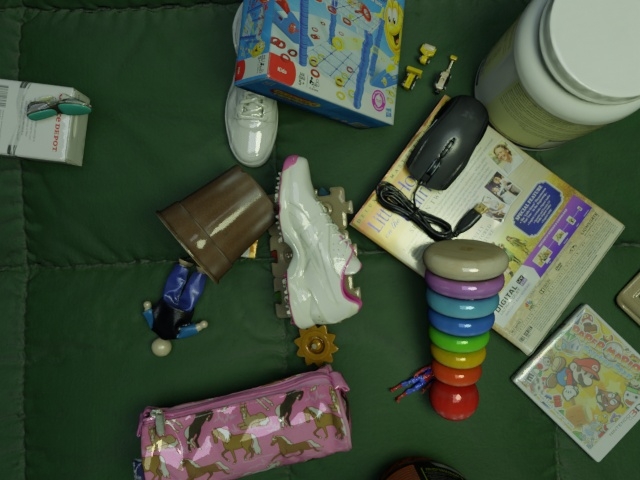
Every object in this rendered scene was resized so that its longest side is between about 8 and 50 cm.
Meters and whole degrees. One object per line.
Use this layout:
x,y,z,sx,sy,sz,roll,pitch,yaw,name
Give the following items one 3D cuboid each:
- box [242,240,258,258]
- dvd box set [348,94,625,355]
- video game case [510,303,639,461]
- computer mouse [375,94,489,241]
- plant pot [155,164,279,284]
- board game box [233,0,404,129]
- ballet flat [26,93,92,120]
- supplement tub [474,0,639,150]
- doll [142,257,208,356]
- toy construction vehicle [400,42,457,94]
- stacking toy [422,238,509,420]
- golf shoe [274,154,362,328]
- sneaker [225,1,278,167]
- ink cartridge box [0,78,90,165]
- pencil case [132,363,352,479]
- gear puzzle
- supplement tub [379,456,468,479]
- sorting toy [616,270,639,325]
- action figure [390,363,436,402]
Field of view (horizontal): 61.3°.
-0.186,-0.014,1.044,0.136,0.028,0.081,8,89,3,box
0.309,-0.029,1.027,0.420,0.062,0.307,36,89,0,dvd box set
0.518,0.272,1.038,0.227,0.026,0.206,44,89,1,video game case
0.242,-0.126,0.966,0.184,0.060,0.262,40,89,1,computer mouse
-0.173,-0.038,0.957,0.165,0.167,0.167,-40,89,-8,plant pot
0.014,-0.376,0.930,0.308,0.086,0.301,6,89,-44,board game box
-0.467,-0.243,0.963,0.114,0.041,0.041,-9,89,-2,ballet flat
0.412,-0.290,0.901,0.236,0.325,0.235,0,89,0,supplement tub
-0.272,0.134,1.030,0.129,0.046,0.189,24,88,1,doll
0.212,-0.326,1.051,0.086,0.035,0.098,22,86,11,toy construction vehicle
0.248,0.170,0.951,0.141,0.141,0.330,-2,108,0,stacking toy
0.000,0.000,0.946,0.140,0.115,0.306,-5,98,11,golf shoe
-0.127,-0.287,0.980,0.108,0.169,0.292,3,90,-2,sneaker
-0.551,-0.222,1.020,0.191,0.082,0.139,7,89,-2,ink cartridge box
-0.130,0.338,0.970,0.386,0.167,0.160,-13,68,-1,pencil case
-0.006,0.071,1.023,0.176,0.044,0.338,-5,90,19,gear puzzle
0.188,0.494,0.876,0.207,0.338,0.207,0,89,0,supplement tub
0.754,0.140,1.033,0.307,0.041,0.229,43,89,1,sorting toy
0.191,0.271,1.037,0.115,0.030,0.038,-31,85,-3,action figure
